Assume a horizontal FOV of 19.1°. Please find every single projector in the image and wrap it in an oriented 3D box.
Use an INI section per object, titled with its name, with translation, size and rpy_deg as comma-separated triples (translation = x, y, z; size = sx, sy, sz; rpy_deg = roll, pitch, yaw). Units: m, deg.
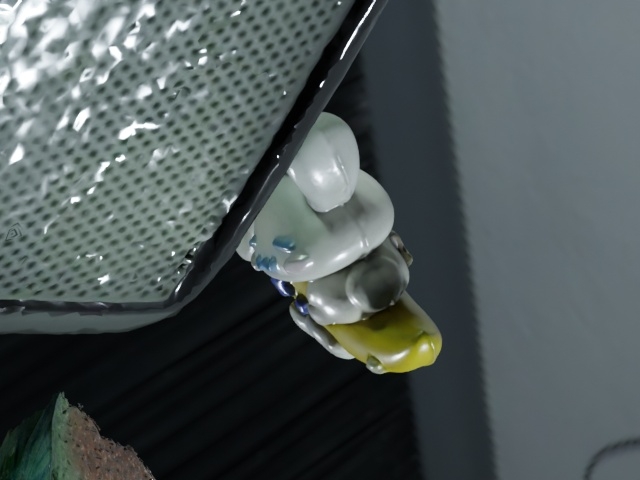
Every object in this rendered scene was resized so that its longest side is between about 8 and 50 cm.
[projector]
translation = -0.141, -0.218, 0.886
size = 0.395, 0.242, 0.405
rpy_deg = 51, 122, 35

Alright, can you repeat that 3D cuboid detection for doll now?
[doll]
translation = 0.000, 0.000, 1.477
size = 0.237, 0.111, 0.252
rpy_deg = 62, 165, -16

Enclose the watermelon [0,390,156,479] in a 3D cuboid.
[watermelon]
translation = -0.100, 0.203, 0.854
size = 0.231, 0.128, 0.146
rpy_deg = 58, -178, -15
